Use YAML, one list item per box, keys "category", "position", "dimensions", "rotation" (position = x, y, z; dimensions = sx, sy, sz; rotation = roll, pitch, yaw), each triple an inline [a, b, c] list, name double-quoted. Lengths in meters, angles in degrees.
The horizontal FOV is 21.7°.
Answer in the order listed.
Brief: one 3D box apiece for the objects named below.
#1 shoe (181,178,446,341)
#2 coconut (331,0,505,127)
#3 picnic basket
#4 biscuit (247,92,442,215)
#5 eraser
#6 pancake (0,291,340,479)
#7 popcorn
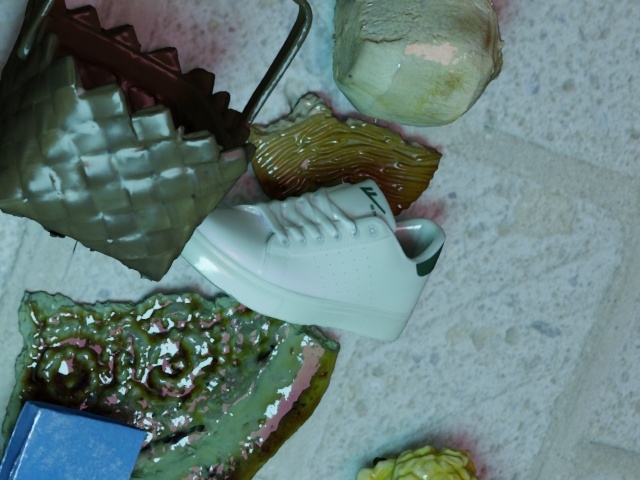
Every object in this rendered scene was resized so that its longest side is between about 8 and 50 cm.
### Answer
- category: "shoe"
  position: [0.000, 0.000, 1.837]
  dimensions: [0.363, 0.132, 0.160]
  rotation: [19, 108, -44]
- category: "coconut"
  position: [0.113, -0.213, 1.844]
  dimensions: [0.194, 0.194, 0.194]
  rotation: [-6, 107, -20]
- category: "picnic basket"
  position: [-0.184, -0.161, 1.679]
  dimensions: [0.254, 0.291, 0.321]
  rotation: [25, 107, -24]
- category: "biscuit"
  position: [0.033, -0.092, 1.926]
  dimensions: [0.228, 0.031, 0.176]
  rotation: [-18, 112, -15]
- category: "eraser"
  position: [-0.309, 0.333, 1.824]
  dimensions: [0.144, 0.042, 0.312]
  rotation: [18, 95, -34]
- category: "pancake"
  position: [-0.171, 0.185, 1.908]
  dimensions: [0.426, 0.067, 0.305]
  rotation: [-8, 106, -17]
- category: "popcorn"
  position: [0.126, 0.331, 2.022]
  dimensions: [0.180, 0.170, 0.180]
  rotation: [-19, 126, -27]
